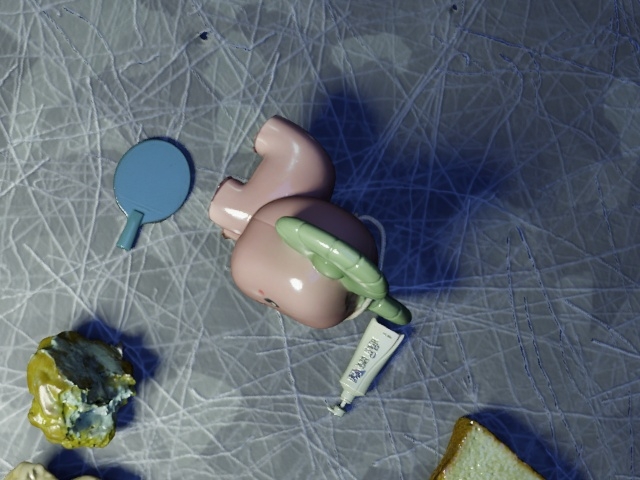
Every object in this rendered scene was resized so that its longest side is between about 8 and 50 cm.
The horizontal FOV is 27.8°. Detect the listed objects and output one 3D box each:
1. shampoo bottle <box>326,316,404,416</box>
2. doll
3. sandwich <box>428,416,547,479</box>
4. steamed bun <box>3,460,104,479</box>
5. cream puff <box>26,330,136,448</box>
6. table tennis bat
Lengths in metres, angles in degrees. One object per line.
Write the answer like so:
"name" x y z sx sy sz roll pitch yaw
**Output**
"shampoo bottle" 0.058 0.175 1.735 0.049 0.034 0.141 31 86 -12
"doll" 0.000 0.000 1.625 0.268 0.284 0.216 32 84 19
"sandwich" 0.198 0.369 1.735 0.186 0.065 0.215 38 83 -6
"steamed bun" -0.336 0.437 1.597 0.295 0.137 0.292 24 53 -24
"cream puff" -0.316 0.196 1.634 0.121 0.156 0.156 28 84 24
"table tennis bat" -0.230 -0.059 1.706 0.100 0.019 0.155 22 84 -7
